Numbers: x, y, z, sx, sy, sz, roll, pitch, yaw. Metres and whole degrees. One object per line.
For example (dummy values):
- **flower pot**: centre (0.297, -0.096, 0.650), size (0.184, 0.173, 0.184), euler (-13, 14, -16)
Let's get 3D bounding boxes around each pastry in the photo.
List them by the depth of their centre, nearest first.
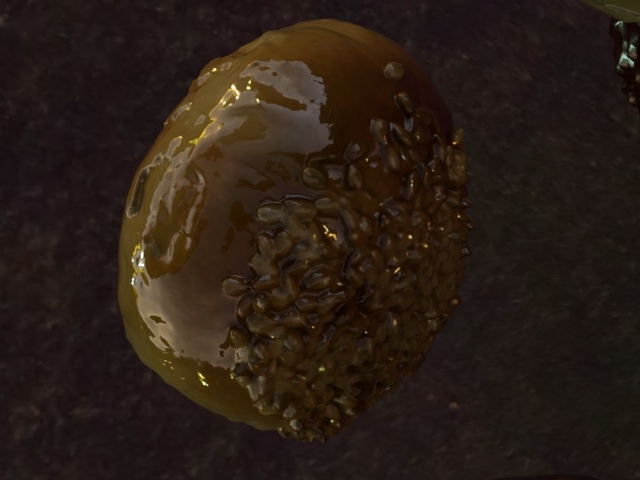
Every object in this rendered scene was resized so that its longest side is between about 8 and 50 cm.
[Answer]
- **pastry**: centre (0.000, 0.000, 1.031), size (0.245, 0.409, 0.409), euler (23, 98, 29)

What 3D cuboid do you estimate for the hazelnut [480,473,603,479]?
- **hazelnut**: centre (0.137, 0.375, 0.792), size (0.429, 0.402, 0.402), euler (-9, 83, 10)

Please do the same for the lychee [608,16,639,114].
- **lychee**: centre (0.293, -0.126, 0.586), size (0.276, 0.276, 0.304), euler (28, 122, 26)

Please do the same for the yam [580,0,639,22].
- **yam**: centre (0.007, -0.207, 0.466), size (0.371, 0.083, 0.083), euler (28, 103, -14)
